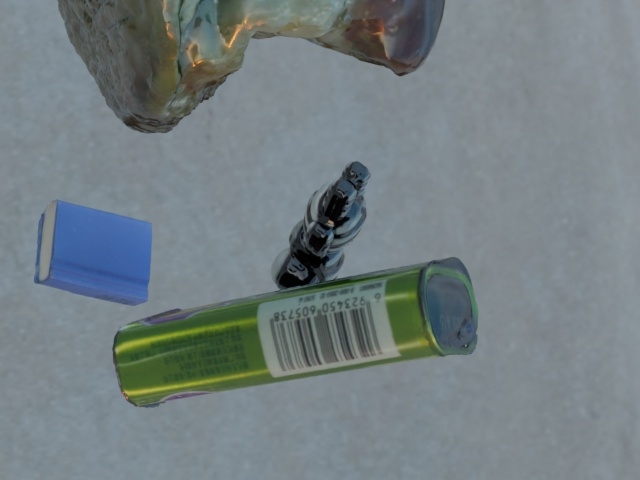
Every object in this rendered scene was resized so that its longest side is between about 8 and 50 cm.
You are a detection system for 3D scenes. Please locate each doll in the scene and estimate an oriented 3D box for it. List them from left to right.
[{"bbox_3d":[0.000,0.000,1.514,0.067,0.219,0.091,30,51,6],"label":"doll"}]

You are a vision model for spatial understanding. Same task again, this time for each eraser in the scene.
[{"bbox_3d":[-0.168,0.010,1.099,0.084,0.027,0.063,15,69,-36],"label":"eraser"}]

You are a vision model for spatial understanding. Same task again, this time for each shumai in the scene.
[{"bbox_3d":[-0.052,-0.182,0.861,0.203,0.272,0.222,-19,139,-20],"label":"shumai"}]

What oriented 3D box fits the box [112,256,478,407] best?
[{"bbox_3d":[-0.024,0.093,1.438,0.134,0.345,0.097,-14,91,-65],"label":"box"}]
